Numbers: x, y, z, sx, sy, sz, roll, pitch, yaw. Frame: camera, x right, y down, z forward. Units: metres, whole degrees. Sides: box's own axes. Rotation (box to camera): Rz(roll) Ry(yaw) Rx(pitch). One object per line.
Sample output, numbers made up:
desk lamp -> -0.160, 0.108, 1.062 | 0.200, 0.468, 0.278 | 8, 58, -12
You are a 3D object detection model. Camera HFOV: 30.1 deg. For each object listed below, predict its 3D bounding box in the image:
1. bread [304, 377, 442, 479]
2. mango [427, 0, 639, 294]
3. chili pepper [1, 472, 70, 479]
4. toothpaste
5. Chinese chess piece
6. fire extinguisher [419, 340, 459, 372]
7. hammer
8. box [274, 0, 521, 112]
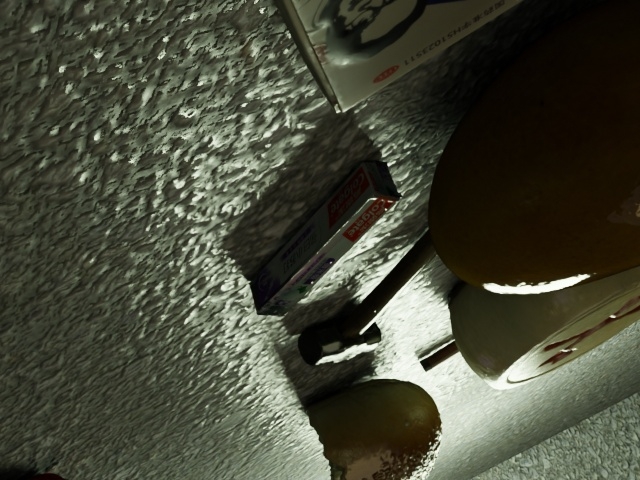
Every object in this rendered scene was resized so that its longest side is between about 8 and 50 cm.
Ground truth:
bread -> 0.096, 0.305, 1.803 | 0.192, 0.171, 0.314 | -25, 160, -6
mango -> 0.236, -0.068, 1.066 | 0.263, 0.221, 0.378 | -20, 166, -37
chili pepper -> -0.311, 0.304, 1.335 | 0.192, 0.086, 0.084 | 15, 102, -52
toothpaste -> 0.000, 0.000, 1.135 | 0.040, 0.047, 0.196 | 9, 138, -40
Chinese chess piece -> 0.339, 0.071, 1.643 | 0.338, 0.141, 0.338 | -27, 159, -11
fire extinguisher -> 0.195, 0.178, 1.856 | 0.083, 0.022, 0.028 | -31, 124, -3
hammer -> 0.105, 0.023, 1.353 | 0.111, 0.043, 0.365 | -8, 147, -45
box -> 0.127, -0.231, 0.746 | 0.353, 0.069, 0.214 | -30, 160, 1
